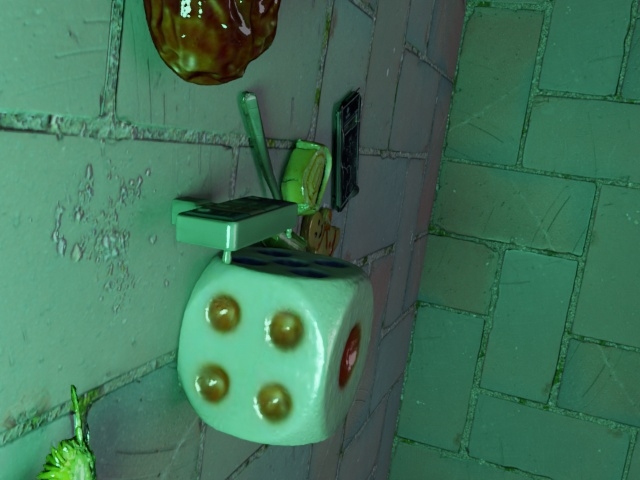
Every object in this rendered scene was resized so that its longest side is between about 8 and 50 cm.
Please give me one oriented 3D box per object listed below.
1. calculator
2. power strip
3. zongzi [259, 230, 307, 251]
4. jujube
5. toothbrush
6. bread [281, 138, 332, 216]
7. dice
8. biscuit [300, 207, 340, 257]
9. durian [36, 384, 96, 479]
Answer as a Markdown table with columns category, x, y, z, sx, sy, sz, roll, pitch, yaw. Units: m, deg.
| category | x | y | z | sx | sy | sz | roll | pitch | yaw |
| --- | --- | --- | --- | --- | --- | --- | --- | --- | --- |
| calculator | 0.068 | -0.217 | 1.600 | 0.166 | 0.028 | 0.274 | -52 | 148 | -54 |
| power strip | -0.135 | -0.026 | 0.925 | 0.215 | 0.145 | 0.061 | -23 | 121 | -67 |
| zongzi | -0.098 | -0.002 | 1.228 | 0.109 | 0.119 | 0.055 | 38 | 62 | -27 |
| jujube | -0.124 | -0.308 | 0.766 | 0.174 | 0.174 | 0.250 | -56 | 166 | -50 |
| toothbrush | -0.099 | -0.137 | 1.157 | 0.030 | 0.030 | 0.297 | -55 | 150 | -33 |
| bread | -0.030 | -0.123 | 1.313 | 0.117 | 0.064 | 0.156 | 61 | 44 | -57 |
| dice | -0.066 | 0.157 | 1.076 | 0.243 | 0.251 | 0.259 | -11 | 110 | -68 |
| biscuit | 0.000 | 0.000 | 1.529 | 0.234 | 0.030 | 0.153 | 59 | 43 | -64 |
| durian | -0.311 | 0.339 | 0.679 | 0.106 | 0.132 | 0.375 | 130 | -18 | -77 |
